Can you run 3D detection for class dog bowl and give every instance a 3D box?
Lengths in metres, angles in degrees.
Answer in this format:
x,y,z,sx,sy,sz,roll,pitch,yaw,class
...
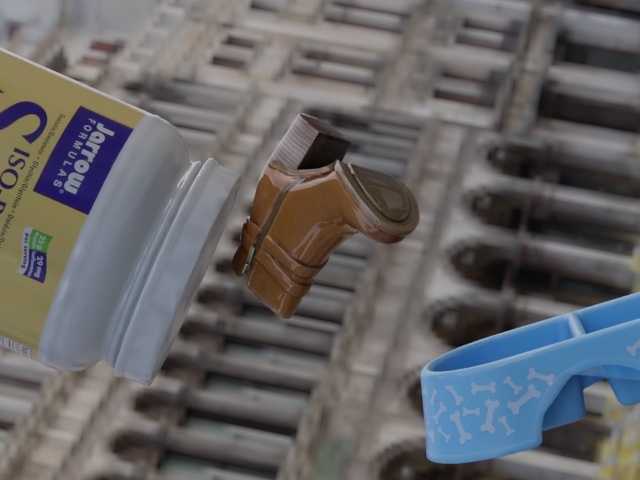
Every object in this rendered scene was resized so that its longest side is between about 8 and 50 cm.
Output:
x,y,z,sx,sy,sz,roll,pitch,yaw,class
0.219,0.101,1.526,0.166,0.297,0.074,-55,-51,-83,dog bowl

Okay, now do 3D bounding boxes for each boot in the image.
x,y,z,sx,sy,sz,roll,pitch,yaw,class
0.000,0.000,1.539,0.152,0.073,0.197,-63,32,15,boot

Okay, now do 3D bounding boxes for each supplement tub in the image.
x,y,z,sx,sy,sz,roll,pitch,yaw,class
-0.260,-0.030,1.628,0.241,0.331,0.241,23,-90,-90,supplement tub
